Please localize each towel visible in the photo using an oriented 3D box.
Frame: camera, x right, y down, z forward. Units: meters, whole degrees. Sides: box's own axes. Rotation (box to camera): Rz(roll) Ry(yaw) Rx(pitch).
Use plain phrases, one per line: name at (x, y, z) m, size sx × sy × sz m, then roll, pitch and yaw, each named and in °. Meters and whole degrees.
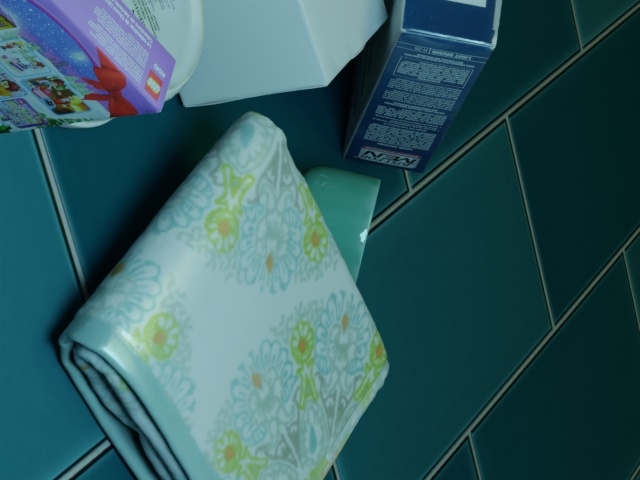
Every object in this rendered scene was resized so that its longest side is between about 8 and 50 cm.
towel at (-0.080, 0.114, 1.716) m, size 0.320 × 0.090 × 0.374 m, roll -57°, pitch 136°, yaw -35°

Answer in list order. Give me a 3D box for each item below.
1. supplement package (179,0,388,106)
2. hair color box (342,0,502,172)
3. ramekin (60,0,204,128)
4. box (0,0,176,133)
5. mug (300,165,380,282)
supplement package at (-0.077, -0.307, 1.731) m, size 0.177 × 0.175 × 0.293 m, roll -52°, pitch 129°, yaw -53°
hair color box at (0.111, -0.222, 1.924) m, size 0.347 × 0.105 × 0.174 m, roll 117°, pitch -18°, yaw -69°
ramekin at (-0.195, -0.209, 1.582) m, size 0.207 × 0.109 × 0.207 m, roll 15°, pitch 72°, yaw -58°
box at (-0.275, -0.190, 1.352) m, size 0.293 × 0.201 × 0.057 m, roll 47°, pitch 47°, yaw -47°
mug at (0.000, -0.002, 1.883) m, size 0.129 × 0.097 × 0.158 m, roll -69°, pitch 174°, yaw -79°
